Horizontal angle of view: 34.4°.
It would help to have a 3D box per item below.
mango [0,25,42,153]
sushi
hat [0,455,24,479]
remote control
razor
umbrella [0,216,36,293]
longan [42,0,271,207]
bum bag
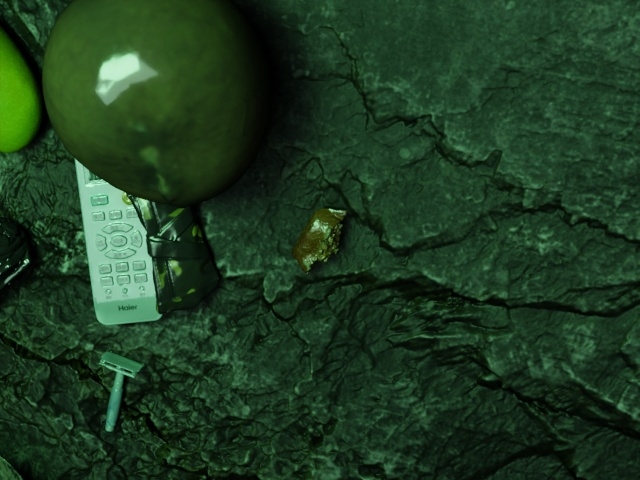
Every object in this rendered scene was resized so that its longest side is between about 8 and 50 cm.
[{"bbox_3d":[-0.534,-0.258,1.541,0.175,0.143,0.293,-40,99,23],"label":"mango"},{"bbox_3d":[0.001,-0.002,1.491,0.060,0.061,0.118,30,130,-2],"label":"sushi"},{"bbox_3d":[-0.542,0.469,1.725,0.265,0.128,0.266,0,88,17],"label":"hat"},{"bbox_3d":[-0.306,-0.017,1.575,0.103,0.051,0.294,-5,101,1],"label":"remote control"},{"bbox_3d":[-0.328,0.250,1.658,0.068,0.040,0.135,19,113,11],"label":"razor"},{"bbox_3d":[-0.571,0.106,1.663,0.118,0.118,0.340,37,115,5],"label":"umbrella"},{"bbox_3d":[-0.213,-0.203,1.374,0.318,0.319,0.319,4,104,15],"label":"longan"},{"bbox_3d":[-0.222,-0.009,1.539,0.106,0.060,0.233,-15,102,-20],"label":"bum bag"}]
